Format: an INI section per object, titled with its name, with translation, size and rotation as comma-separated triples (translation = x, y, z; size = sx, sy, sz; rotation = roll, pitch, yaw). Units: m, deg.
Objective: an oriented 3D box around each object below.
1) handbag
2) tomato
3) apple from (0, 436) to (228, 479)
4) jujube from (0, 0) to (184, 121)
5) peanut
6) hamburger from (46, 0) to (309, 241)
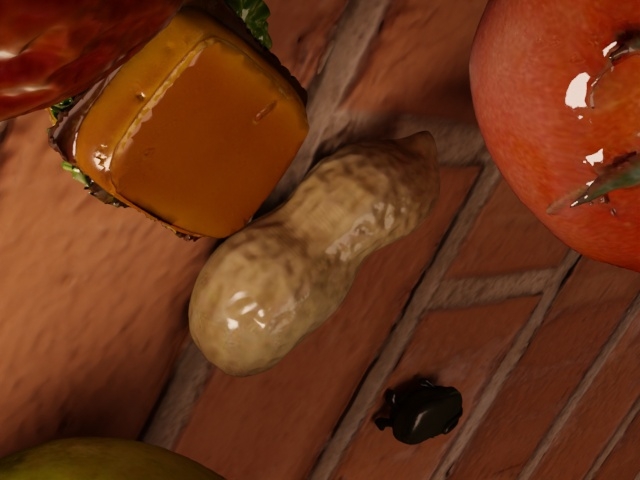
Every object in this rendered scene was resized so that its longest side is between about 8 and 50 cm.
[handbag]
translation = 0.107, 0.172, 1.179
size = 0.111, 0.047, 0.072
rotation = -5, 123, -49
[tomato]
translation = 0.264, -0.132, 0.831
size = 0.341, 0.273, 0.341
rotation = -6, 116, -12
[apple]
translation = -0.136, 0.290, 0.730
size = 0.339, 0.339, 0.340
rotation = -32, 146, -26
[jujube]
translation = -0.160, -0.110, 0.412
size = 0.255, 0.190, 0.190
rotation = -39, 149, -3
[peanut]
translation = 0.001, 0.001, 0.821
size = 0.228, 0.085, 0.104
rotation = -44, 158, -12
[hamburger]
translation = -0.075, -0.076, 0.634
size = 0.137, 0.087, 0.166
rotation = -49, 151, -1
